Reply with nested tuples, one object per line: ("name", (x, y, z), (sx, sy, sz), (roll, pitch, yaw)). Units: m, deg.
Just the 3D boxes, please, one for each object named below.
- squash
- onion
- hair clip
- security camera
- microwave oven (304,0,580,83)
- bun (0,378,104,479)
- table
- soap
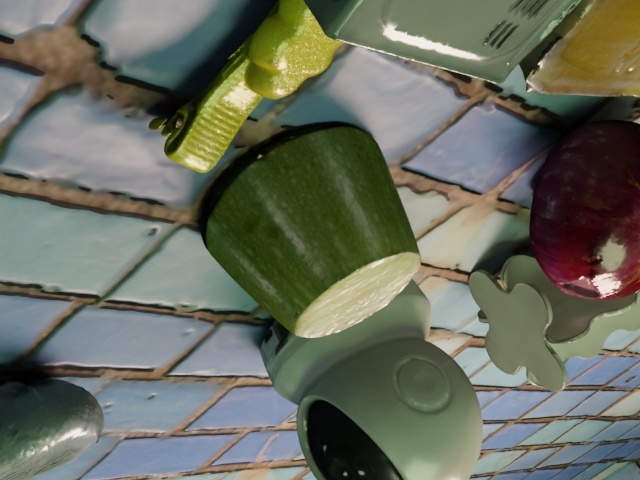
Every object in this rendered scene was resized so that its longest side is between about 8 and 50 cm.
("squash", (0.000, 0.000, 0.827), (0.170, 0.123, 0.170), (-27, 157, -13))
("onion", (0.275, -0.030, 0.985), (0.177, 0.153, 0.177), (-55, 161, -29))
("hair clip", (-0.038, -0.115, 0.663), (0.173, 0.046, 0.072), (-39, 155, 16))
("security camera", (0.065, 0.167, 1.038), (0.194, 0.236, 0.194), (-23, 155, -12))
("microwave oven", (0.037, -0.191, 0.422), (0.122, 0.208, 0.162), (3, 140, -46))
("bun", (-0.264, 0.167, 0.899), (0.141, 0.083, 0.141), (-24, 163, -8))
("table", (0.299, 0.062, 1.178), (0.198, 0.166, 0.166), (-26, 154, -24))
("soap", (0.247, -0.178, 0.785), (0.233, 0.076, 0.135), (-1, 142, -38))
